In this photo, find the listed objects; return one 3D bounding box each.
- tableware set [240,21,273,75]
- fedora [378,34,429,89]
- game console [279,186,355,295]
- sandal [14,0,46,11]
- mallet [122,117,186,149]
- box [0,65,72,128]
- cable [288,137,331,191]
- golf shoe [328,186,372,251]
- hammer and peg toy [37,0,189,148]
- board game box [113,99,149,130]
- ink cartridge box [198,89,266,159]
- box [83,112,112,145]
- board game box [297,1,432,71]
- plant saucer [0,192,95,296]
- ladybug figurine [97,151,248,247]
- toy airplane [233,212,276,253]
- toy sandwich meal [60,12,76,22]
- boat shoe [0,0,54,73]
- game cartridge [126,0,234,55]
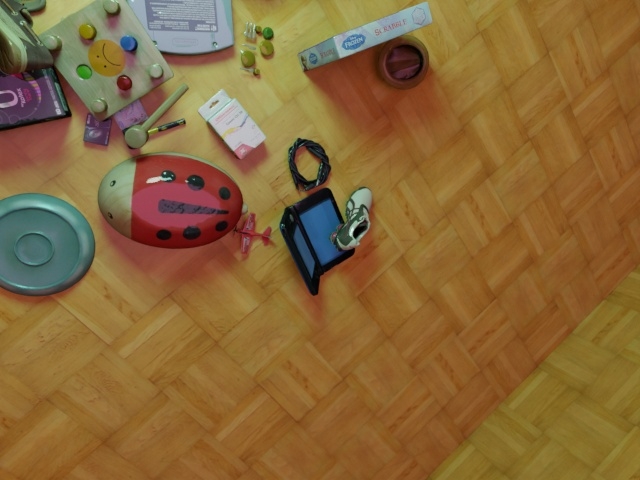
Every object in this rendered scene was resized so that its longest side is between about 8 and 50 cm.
[{"bbox_3d":[-0.202,-0.608,1.490,0.104,0.024,0.154,5,100,-26],"label":"tableware set"},{"bbox_3d":[0.284,-0.624,1.647,0.194,0.079,0.194,-4,105,-14],"label":"fedora"},{"bbox_3d":[0.000,0.000,1.642,0.173,0.250,0.293,-20,111,12],"label":"game console"},{"bbox_3d":[-0.819,-0.622,1.222,0.180,0.049,0.072,-19,109,-12],"label":"sandal"},{"bbox_3d":[-0.505,-0.343,1.420,0.189,0.039,0.062,-31,135,-16],"label":"mallet"},{"bbox_3d":[-0.830,-0.379,1.227,0.270,0.143,0.165,-18,108,-16],"label":"box"},{"bbox_3d":[-0.039,-0.270,1.622,0.150,0.047,0.184,-23,109,-15],"label":"cable"},{"bbox_3d":[0.141,-0.076,1.678,0.105,0.120,0.273,41,64,-33],"label":"golf shoe"},{"bbox_3d":[-0.546,-0.459,1.294,0.266,0.127,0.361,-33,114,-1],"label":"hammer and peg toy"},{"bbox_3d":[-0.575,-0.388,1.394,0.090,0.020,0.090,-27,111,-13],"label":"board game box"},{"bbox_3d":[-0.282,-0.370,1.489,0.115,0.067,0.198,-43,114,-6],"label":"ink cartridge box"},{"bbox_3d":[-0.657,-0.327,1.377,0.067,0.018,0.083,11,99,-24],"label":"box"},{"bbox_3d":[0.125,-0.626,1.453,0.318,0.318,0.066,-26,111,-15],"label":"board game box"},{"bbox_3d":[-0.841,0.020,1.376,0.317,0.043,0.318,-5,104,-21],"label":"plant saucer"},{"bbox_3d":[-0.440,-0.115,1.436,0.449,0.162,0.305,0,102,-22],"label":"ladybug figurine"},{"bbox_3d":[-0.228,-0.025,1.616,0.151,0.028,0.151,-6,106,-20],"label":"toy airplane"},{"bbox_3d":[-0.676,-0.590,1.301,0.085,0.029,0.086,-6,105,-24],"label":"toy sandwich meal"},{"bbox_3d":[-0.775,-0.534,1.148,0.123,0.342,0.123,-23,153,-48],"label":"boat shoe"},{"bbox_3d":[-0.410,-0.652,1.379,0.297,0.062,0.198,-7,110,-20],"label":"game cartridge"}]
